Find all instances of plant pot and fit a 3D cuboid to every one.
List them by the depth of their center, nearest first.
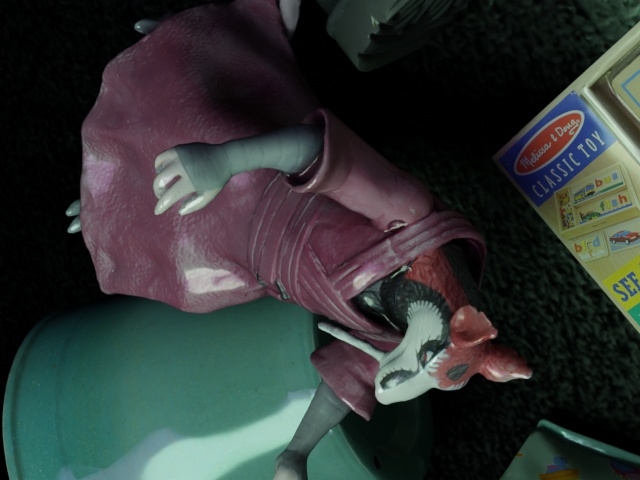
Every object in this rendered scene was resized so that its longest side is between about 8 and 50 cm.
[{"bbox_3d":[-0.062,0.140,1.013,0.255,0.271,0.271,-22,98,26],"label":"plant pot"}]

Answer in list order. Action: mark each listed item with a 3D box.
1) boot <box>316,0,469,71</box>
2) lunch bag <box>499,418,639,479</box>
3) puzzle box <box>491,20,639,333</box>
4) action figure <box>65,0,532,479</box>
[{"bbox_3d":[0.006,-0.385,0.786,0.367,0.146,0.445,-42,78,35],"label":"boot"},{"bbox_3d":[0.219,0.274,0.886,0.262,0.223,0.160,22,129,24],"label":"lunch bag"},{"bbox_3d":[0.313,-0.064,0.741,0.272,0.052,0.409,51,136,6],"label":"puzzle box"},{"bbox_3d":[0.000,0.000,0.850,0.370,0.276,0.248,28,135,35],"label":"action figure"}]
